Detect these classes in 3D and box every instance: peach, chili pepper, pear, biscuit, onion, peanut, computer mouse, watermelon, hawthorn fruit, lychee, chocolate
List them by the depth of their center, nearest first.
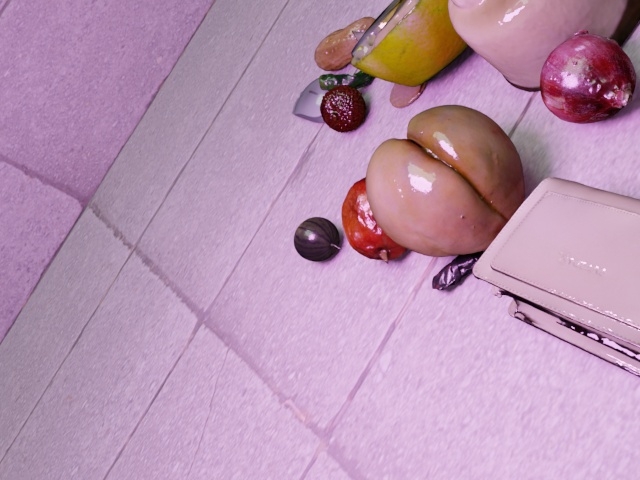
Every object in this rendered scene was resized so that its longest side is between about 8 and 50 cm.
[{"bbox_3d":[0.479,-0.272,1.295,0.159,0.159,0.195,-50,35,10],"label":"onion"},{"bbox_3d":[0.235,-0.103,1.374,0.247,0.292,0.292,93,-165,-70],"label":"peach"},{"bbox_3d":[0.413,-0.488,1.426,0.326,0.297,0.314,-53,39,5],"label":"chocolate"},{"bbox_3d":[0.120,-0.050,1.556,0.173,0.173,0.179,13,73,54],"label":"hawthorn fruit"},{"bbox_3d":[0.257,-0.503,1.699,0.399,0.165,0.399,-46,14,15],"label":"pear"},{"bbox_3d":[0.000,0.000,1.713,0.133,0.105,0.105,16,76,41],"label":"watermelon"},{"bbox_3d":[0.215,-0.376,1.818,0.120,0.015,0.120,-31,42,33],"label":"biscuit"},{"bbox_3d":[0.059,-0.342,1.897,0.123,0.123,0.129,-16,44,44],"label":"lychee"},{"bbox_3d":[0.085,-0.432,1.953,0.182,0.050,0.073,-22,72,6],"label":"chili pepper"},{"bbox_3d":[0.075,-0.547,2.056,0.226,0.095,0.108,-22,44,39],"label":"peanut"},{"bbox_3d":[-0.017,-0.399,2.075,0.128,0.079,0.231,-57,31,-4],"label":"computer mouse"}]

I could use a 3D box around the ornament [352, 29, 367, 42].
[{"bbox_3d":[0.168,-0.550,1.941,0.156,0.074,0.081,-25,4,11],"label":"ornament"}]

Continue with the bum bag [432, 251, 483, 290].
[{"bbox_3d":[0.260,0.053,1.408,0.124,0.034,0.058,-44,22,17],"label":"bum bag"}]

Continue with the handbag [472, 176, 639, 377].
[{"bbox_3d":[0.437,0.047,1.091,0.236,0.160,0.358,-54,35,-6],"label":"handbag"}]
